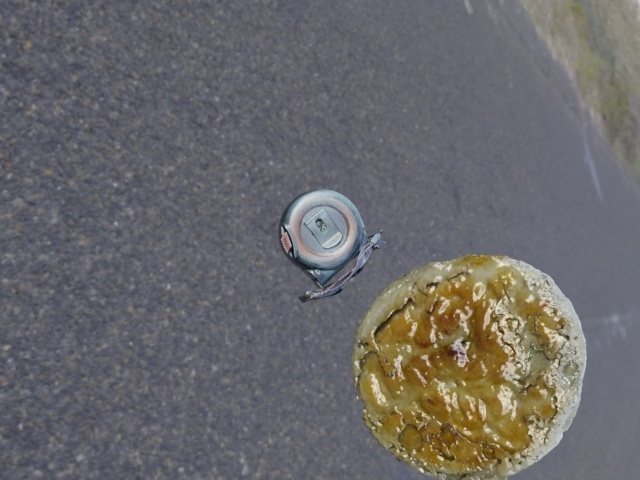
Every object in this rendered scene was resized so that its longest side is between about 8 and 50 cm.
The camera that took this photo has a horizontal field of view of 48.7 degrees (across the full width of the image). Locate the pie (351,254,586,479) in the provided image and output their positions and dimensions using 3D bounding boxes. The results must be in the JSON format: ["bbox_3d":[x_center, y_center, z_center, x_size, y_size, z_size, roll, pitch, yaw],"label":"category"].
[{"bbox_3d":[0.161,0.137,0.808,0.055,0.274,0.274,37,44,-61],"label":"pie"}]

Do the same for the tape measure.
[{"bbox_3d":[0.003,-0.003,0.754,0.107,0.104,0.180,48,5,-3],"label":"tape measure"}]
